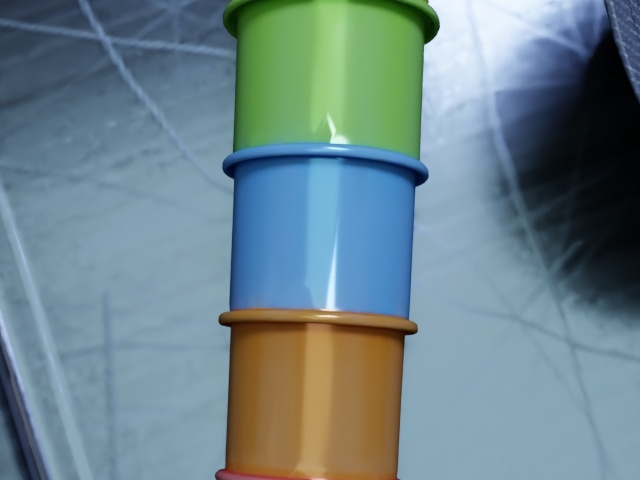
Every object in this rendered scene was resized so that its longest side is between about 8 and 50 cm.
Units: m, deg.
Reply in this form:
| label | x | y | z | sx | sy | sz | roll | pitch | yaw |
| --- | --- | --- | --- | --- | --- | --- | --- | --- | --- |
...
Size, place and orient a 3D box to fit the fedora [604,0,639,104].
| label | x | y | z | sx | sy | sz | roll | pitch | yaw |
| --- | --- | --- | --- | --- | --- | --- | --- | --- | --- |
| fedora | 0.212 | -0.110 | 0.435 | 0.275 | 0.124 | 0.244 | -19 | 92 | -8 |

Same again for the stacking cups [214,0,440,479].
| label | x | y | z | sx | sy | sz | roll | pitch | yaw |
| --- | --- | --- | --- | --- | --- | --- | --- | --- | --- |
| stacking cups | 0.000 | 0.000 | 0.443 | 0.096 | 0.096 | 0.316 | 2 | 79 | 2 |
